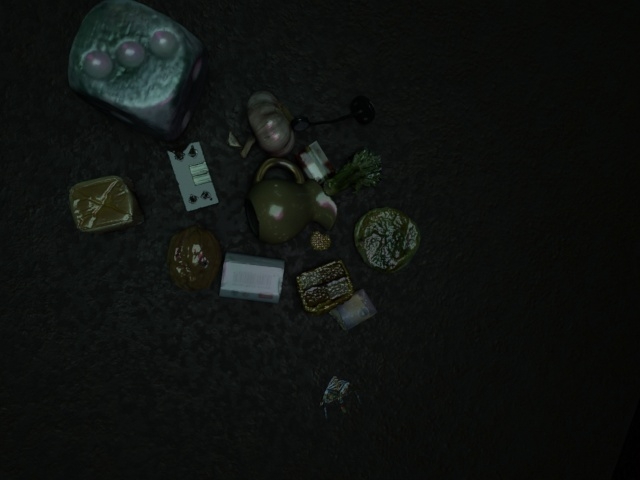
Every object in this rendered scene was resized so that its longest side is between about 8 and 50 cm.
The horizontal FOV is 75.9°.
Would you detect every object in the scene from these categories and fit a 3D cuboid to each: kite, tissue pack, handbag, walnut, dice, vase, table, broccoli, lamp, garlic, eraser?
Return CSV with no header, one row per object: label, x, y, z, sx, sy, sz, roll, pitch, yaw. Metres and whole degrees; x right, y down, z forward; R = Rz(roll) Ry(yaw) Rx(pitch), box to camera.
kite,0.075,0.630,1.683,0.183,0.010,0.160,-17,91,-13
tissue pack,-0.024,-0.291,1.593,0.106,0.099,0.148,-35,98,-8
handbag,0.125,0.282,1.646,0.173,0.095,0.117,-28,81,-15
walnut,-0.452,0.064,1.477,0.198,0.198,0.244,2,92,-11
dice,-0.583,-0.556,1.365,0.328,0.330,0.348,23,86,-11
vase,-0.128,-0.162,1.526,0.302,0.241,0.329,-16,81,-21
table,-0.469,-0.237,1.505,0.122,0.111,0.240,-18,95,-11
broccoli,0.116,-0.242,1.548,0.304,0.146,0.164,-33,106,-42
lamp,0.035,-0.477,1.544,0.371,0.130,0.108,-17,81,-26
garlic,-0.212,-0.395,1.518,0.253,0.245,0.245,-33,98,21
eraser,-0.260,0.142,1.571,0.227,0.081,0.174,9,86,-10

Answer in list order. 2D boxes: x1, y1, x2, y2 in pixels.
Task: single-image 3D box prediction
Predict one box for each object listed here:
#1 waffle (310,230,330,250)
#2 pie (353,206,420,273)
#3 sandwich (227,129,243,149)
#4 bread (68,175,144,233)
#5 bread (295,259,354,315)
waffle,0.001,0.002,1.649,0.085,0.016,0.078,10,94,-10
pie,0.272,-0.007,1.669,0.277,0.078,0.276,0,90,-12
sandwich,-0.335,-0.375,1.567,0.044,0.031,0.083,-35,98,-10
bread,-0.755,-0.126,1.455,0.210,0.110,0.192,-18,88,-10
bread,0.018,0.185,1.597,0.222,0.096,0.181,-22,73,-8
